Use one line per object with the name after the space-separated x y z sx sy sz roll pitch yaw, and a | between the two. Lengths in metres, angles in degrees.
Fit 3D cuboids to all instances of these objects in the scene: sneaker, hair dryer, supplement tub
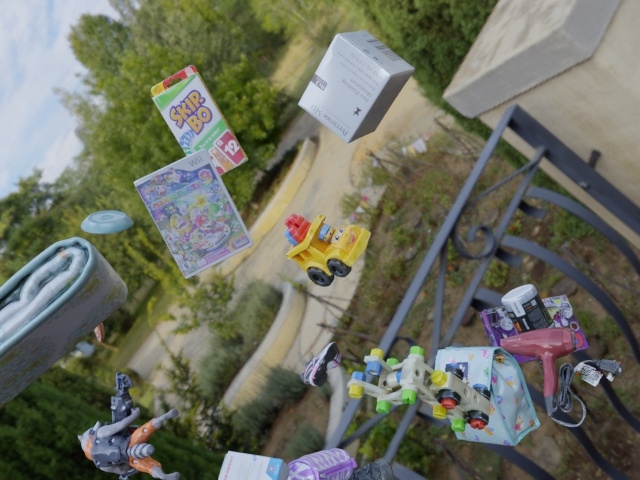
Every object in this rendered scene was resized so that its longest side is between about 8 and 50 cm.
0.122 0.621 1.371 0.130 0.227 0.087 -15 -9 -15 | sneaker
-0.005 0.366 1.831 0.077 0.072 0.178 -10 18 34 | sneaker
0.587 0.315 1.564 0.223 0.080 0.293 -38 39 -18 | hair dryer
0.676 0.248 1.969 0.117 0.190 0.117 -29 0 0 | supplement tub

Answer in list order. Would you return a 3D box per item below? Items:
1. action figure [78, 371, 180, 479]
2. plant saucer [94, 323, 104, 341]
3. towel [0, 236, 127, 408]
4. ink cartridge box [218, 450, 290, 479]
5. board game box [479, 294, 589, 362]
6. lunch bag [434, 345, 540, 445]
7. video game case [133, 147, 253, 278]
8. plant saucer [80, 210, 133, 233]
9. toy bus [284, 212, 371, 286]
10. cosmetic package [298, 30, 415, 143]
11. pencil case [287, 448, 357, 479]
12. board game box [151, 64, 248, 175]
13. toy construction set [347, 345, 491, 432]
-0.586 0.575 1.834 0.330 0.341 0.178 -10 -1 22 | action figure
-0.587 0.227 1.618 0.013 0.083 0.083 -15 -8 -31 | plant saucer
-0.518 0.165 1.067 0.374 0.090 0.320 -42 -4 -17 | towel
-0.131 0.465 1.179 0.122 0.052 0.088 2 53 21 | ink cartridge box
0.755 0.317 2.164 0.056 0.347 0.208 118 141 -63 | board game box
0.444 0.415 1.689 0.160 0.262 0.223 -25 4 -33 | lunch bag
-0.140 -0.030 0.685 0.087 0.122 0.011 -27 12 -8 | video game case
-0.507 -0.047 1.452 0.119 0.119 0.021 -93 5 -68 | plant saucer
0.000 0.000 1.695 0.220 0.211 0.149 -31 21 54 | toy bus
0.080 -0.341 1.352 0.184 0.151 0.151 -57 -12 33 | cosmetic package
-0.001 0.496 1.310 0.088 0.086 0.206 -28 -19 17 | pencil case
-0.292 -0.277 1.468 0.124 0.259 0.039 -28 11 6 | board game box
0.239 0.334 1.330 0.215 0.327 0.151 -23 54 42 | toy construction set
